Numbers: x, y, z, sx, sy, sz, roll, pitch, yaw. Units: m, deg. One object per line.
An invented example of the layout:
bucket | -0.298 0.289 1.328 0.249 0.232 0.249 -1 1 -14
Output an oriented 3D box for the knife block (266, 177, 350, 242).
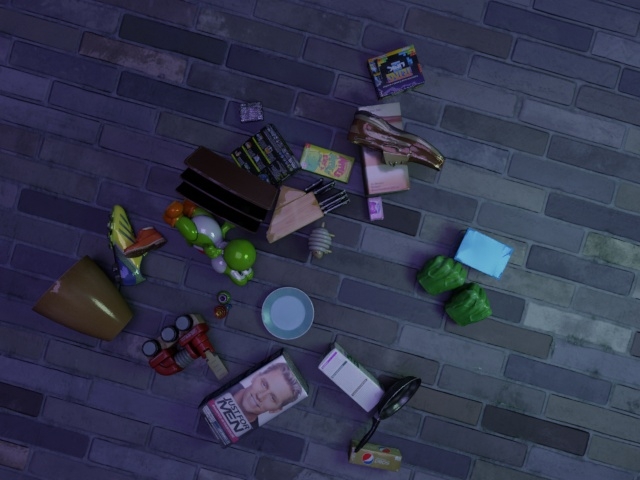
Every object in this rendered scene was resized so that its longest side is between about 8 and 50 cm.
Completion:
knife block | -0.038 -0.092 1.586 0.242 0.088 0.276 18 90 0

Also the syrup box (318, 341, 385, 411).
syrup box | 0.106 0.475 1.588 0.237 0.093 0.096 43 91 0

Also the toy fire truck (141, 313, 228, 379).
toy fire truck | -0.452 0.403 1.576 0.217 0.158 0.246 -37 80 0

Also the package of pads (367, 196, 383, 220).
package of pads | 0.195 -0.113 1.614 0.050 0.032 0.083 -7 90 -1

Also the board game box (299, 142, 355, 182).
board game box | 0.022 -0.273 1.607 0.181 0.043 0.092 17 90 0

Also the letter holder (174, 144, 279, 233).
letter holder | -0.311 -0.149 1.478 0.302 0.214 0.152 29 112 -11

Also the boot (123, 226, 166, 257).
boot | -0.624 0.005 1.571 0.085 0.158 0.059 53 130 4

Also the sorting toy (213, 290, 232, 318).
sorting toy | -0.348 0.232 1.612 0.061 0.042 0.102 11 90 0

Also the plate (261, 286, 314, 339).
plate | -0.116 0.259 1.621 0.188 0.024 0.188 0 90 1

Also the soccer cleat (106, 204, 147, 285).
soccer cleat | -0.681 0.017 1.602 0.121 0.093 0.289 -7 86 -30

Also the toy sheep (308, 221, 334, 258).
toy sheep | 0.000 0.000 1.591 0.091 0.091 0.132 9 77 0

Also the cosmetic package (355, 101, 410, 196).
cosmetic package | 0.212 -0.307 1.564 0.153 0.129 0.296 -9 90 1

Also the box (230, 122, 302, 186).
box | -0.191 -0.279 1.587 0.184 0.045 0.191 -35 90 18

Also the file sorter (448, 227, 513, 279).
file sorter | 0.553 0.044 1.579 0.170 0.104 0.118 25 91 0

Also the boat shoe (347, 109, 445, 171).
boat shoe | 0.235 -0.295 1.450 0.324 0.122 0.120 29 95 7

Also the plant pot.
plant pot | -0.775 0.219 1.536 0.254 0.237 0.237 43 90 -14

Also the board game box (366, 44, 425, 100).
board game box | 0.265 -0.593 1.603 0.170 0.048 0.141 -19 89 0

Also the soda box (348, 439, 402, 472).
soda box | 0.191 0.763 1.606 0.181 0.061 0.058 12 91 0

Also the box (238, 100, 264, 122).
box | -0.247 -0.458 1.618 0.083 0.018 0.067 -8 90 0

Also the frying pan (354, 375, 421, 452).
frying pan | 0.239 0.590 1.583 0.053 0.197 0.326 44 117 34

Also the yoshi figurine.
yoshi figurine | -0.346 -0.012 1.539 0.203 0.203 0.362 -44 93 -6

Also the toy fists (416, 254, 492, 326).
toy fists | 0.470 0.166 1.562 0.279 0.142 0.096 48 46 0

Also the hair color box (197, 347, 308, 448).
hair color box | -0.231 0.548 1.584 0.347 0.105 0.174 -33 91 0
